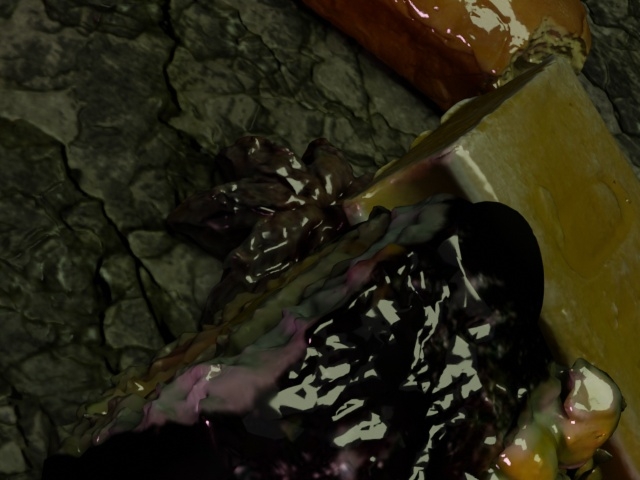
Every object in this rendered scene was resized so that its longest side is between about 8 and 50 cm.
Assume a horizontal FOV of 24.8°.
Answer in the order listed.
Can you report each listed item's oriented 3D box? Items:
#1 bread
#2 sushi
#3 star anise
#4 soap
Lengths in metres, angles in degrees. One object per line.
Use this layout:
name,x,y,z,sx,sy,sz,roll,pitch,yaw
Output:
bread,0.115,-0.262,1.447,0.344,0.149,0.195,36,47,-8
sushi,0.014,0.165,0.967,0.329,0.328,0.285,-38,98,-45
star anise,0.000,0.001,1.221,0.223,0.109,0.236,3,56,-37
soap,0.194,0.039,1.227,0.335,0.156,0.293,59,36,-5
